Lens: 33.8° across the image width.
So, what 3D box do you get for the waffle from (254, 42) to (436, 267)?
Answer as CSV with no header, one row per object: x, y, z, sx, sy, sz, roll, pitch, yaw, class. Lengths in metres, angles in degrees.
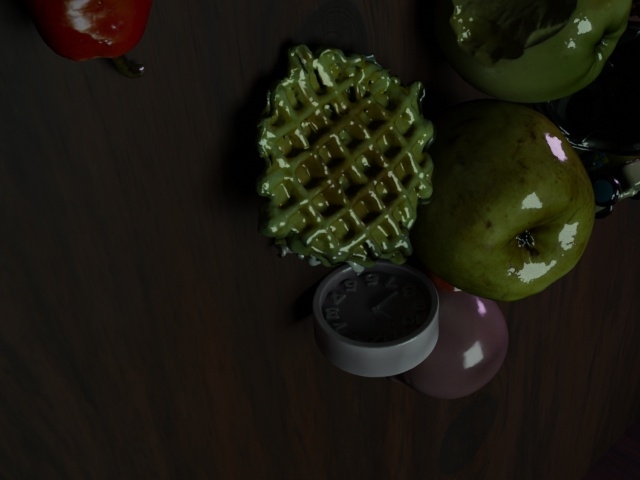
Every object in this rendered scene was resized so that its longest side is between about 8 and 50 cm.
0.033,-0.110,1.415,0.317,0.073,0.297,9,83,-38,waffle

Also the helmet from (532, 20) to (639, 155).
0.520,-0.266,1.816,0.177,0.305,0.224,-38,133,-70,helmet

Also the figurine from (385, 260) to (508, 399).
0.216,0.163,1.837,0.270,0.211,0.261,-44,145,-18,figurine

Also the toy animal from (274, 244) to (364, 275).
-0.004,0.002,1.498,0.085,0.124,0.071,-20,127,-47,toy animal

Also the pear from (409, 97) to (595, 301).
0.256,-0.068,1.616,0.304,0.304,0.304,-32,140,-33,pear

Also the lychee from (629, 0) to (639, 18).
0.567,-0.468,1.719,0.271,0.271,0.271,-32,140,-33,lychee

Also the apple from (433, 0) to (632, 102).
0.299,-0.326,1.510,0.279,0.279,0.279,-32,140,-33,apple

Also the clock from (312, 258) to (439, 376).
0.086,0.117,1.644,0.197,0.197,0.068,-35,141,-29,clock

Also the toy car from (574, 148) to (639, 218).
0.497,-0.142,1.979,0.248,0.198,0.204,-31,169,34,toy car

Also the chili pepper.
-0.222,-0.245,1.006,0.135,0.131,0.338,-29,140,-22,chili pepper
